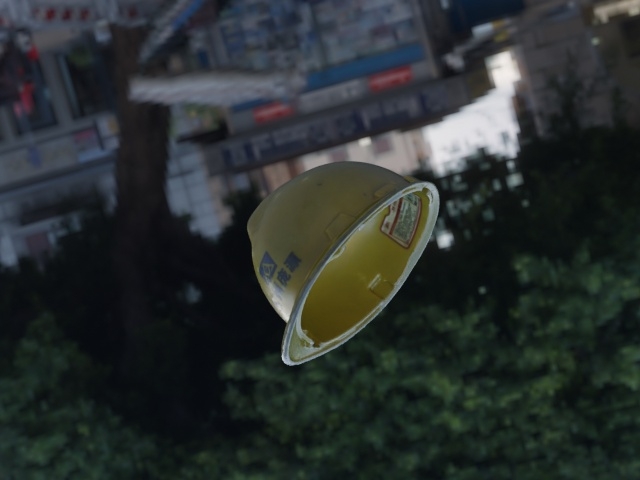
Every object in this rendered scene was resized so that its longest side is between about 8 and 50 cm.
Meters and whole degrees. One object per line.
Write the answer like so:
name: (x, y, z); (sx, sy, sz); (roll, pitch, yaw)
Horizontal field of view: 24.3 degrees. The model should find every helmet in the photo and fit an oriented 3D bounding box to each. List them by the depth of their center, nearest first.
helmet: (0.000, 0.000, 1.526); (0.140, 0.205, 0.257); (36, -139, 23)
